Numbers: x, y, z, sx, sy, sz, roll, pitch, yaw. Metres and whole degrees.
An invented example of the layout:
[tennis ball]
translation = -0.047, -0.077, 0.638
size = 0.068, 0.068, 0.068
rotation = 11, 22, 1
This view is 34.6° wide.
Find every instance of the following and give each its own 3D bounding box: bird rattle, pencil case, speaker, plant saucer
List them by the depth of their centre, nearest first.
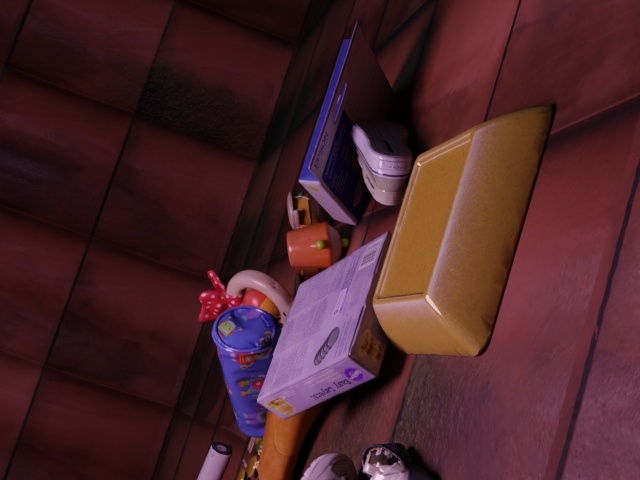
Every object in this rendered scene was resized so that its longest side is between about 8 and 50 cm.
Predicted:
[plant saucer]
translation = 0.170, -0.014, 1.402
size = 0.333, 0.081, 0.332
rotation = 156, 132, -76
[pencil case]
translation = -0.122, 0.252, 1.983
size = 0.306, 0.133, 0.119
rotation = 83, 168, -46
[bird rattle]
translation = -0.128, 0.133, 2.119
size = 0.143, 0.253, 0.207
rotation = -38, -12, -39
[speaker]
translation = -0.267, 0.570, 2.547
size = 0.055, 0.055, 0.136
rotation = -101, 32, -69

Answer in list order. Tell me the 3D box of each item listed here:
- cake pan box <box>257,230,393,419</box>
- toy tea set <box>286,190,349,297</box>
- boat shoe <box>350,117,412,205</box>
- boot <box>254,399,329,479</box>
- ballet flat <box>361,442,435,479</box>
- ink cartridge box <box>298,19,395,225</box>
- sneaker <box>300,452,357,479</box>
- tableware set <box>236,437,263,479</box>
[cake pan box]
translation = 0.024, 0.133, 1.640
size = 0.246, 0.070, 0.267
rotation = -32, 29, 42
[toy tea set]
translation = 0.000, 0.000, 2.196
size = 0.336, 0.124, 0.200
rotation = -93, -5, -55
[boat shoe]
translation = 0.106, -0.150, 1.863
size = 0.302, 0.109, 0.094
rotation = -89, 8, -70
[boot]
translation = -0.049, 0.344, 1.824
size = 0.295, 0.104, 0.211
rotation = 154, 129, -81
[ballet flat]
translation = 0.091, 0.298, 1.275
size = 0.203, 0.074, 0.074
rotation = -141, 71, -78
[ink cartridge box]
translation = 0.046, -0.221, 1.988
size = 0.307, 0.072, 0.303
rotation = 45, -120, -62
[sneaker]
translation = 0.036, 0.389, 1.398
size = 0.115, 0.105, 0.281
rotation = -29, 24, 19
[tableware set]
translation = -0.149, 0.490, 2.209
size = 0.104, 0.024, 0.154
rotation = -161, 91, -75
